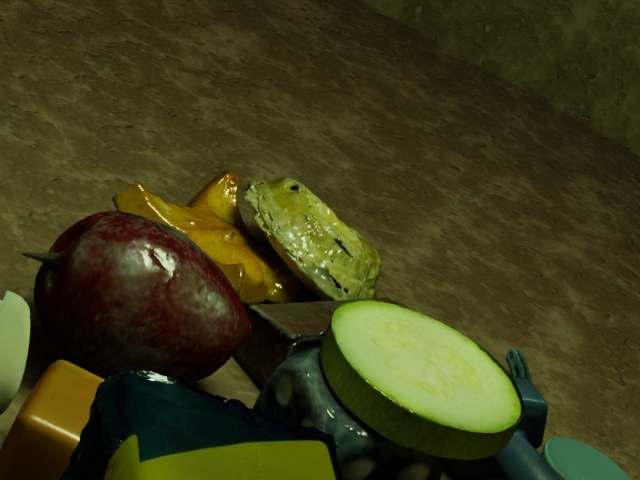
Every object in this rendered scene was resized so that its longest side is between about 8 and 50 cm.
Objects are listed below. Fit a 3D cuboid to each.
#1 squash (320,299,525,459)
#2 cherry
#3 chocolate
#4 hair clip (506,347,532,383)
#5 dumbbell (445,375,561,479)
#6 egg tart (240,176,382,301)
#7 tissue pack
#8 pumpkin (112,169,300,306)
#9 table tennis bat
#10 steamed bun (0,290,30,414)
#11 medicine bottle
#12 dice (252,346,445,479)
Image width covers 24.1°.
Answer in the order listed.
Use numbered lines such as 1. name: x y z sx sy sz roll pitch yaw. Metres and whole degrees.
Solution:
1. squash: 0.119 0.160 1.757 0.252 0.049 0.252 21 24 -10
2. cherry: -0.216 0.075 1.812 0.300 0.203 0.230 24 -16 -24
3. chocolate: 0.020 0.139 2.069 0.321 0.112 0.112 -3 30 -48
4. hair clip: 0.290 0.229 2.254 0.083 0.048 0.275 28 19 4
5. dumbbell: 0.282 0.319 1.933 0.144 0.160 0.325 47 4 -48
6. egg tart: 0.000 0.000 2.241 0.279 0.095 0.279 46 10 -10
7. tissue pack: -0.104 0.348 1.348 0.264 0.253 0.416 18 27 -20
8. pumpkin: -0.143 0.001 2.178 0.258 0.095 0.290 40 20 20
9. table tennis bat: 0.373 0.344 2.113 0.149 0.038 0.237 32 20 7
10. steamed bun: -0.423 0.094 1.617 0.225 0.170 0.200 10 25 -37
11. medicine bottle: -0.222 0.238 1.606 0.222 0.112 0.149 26 24 -3
12. dice: 0.027 0.244 1.772 0.182 0.183 0.181 12 30 -29
